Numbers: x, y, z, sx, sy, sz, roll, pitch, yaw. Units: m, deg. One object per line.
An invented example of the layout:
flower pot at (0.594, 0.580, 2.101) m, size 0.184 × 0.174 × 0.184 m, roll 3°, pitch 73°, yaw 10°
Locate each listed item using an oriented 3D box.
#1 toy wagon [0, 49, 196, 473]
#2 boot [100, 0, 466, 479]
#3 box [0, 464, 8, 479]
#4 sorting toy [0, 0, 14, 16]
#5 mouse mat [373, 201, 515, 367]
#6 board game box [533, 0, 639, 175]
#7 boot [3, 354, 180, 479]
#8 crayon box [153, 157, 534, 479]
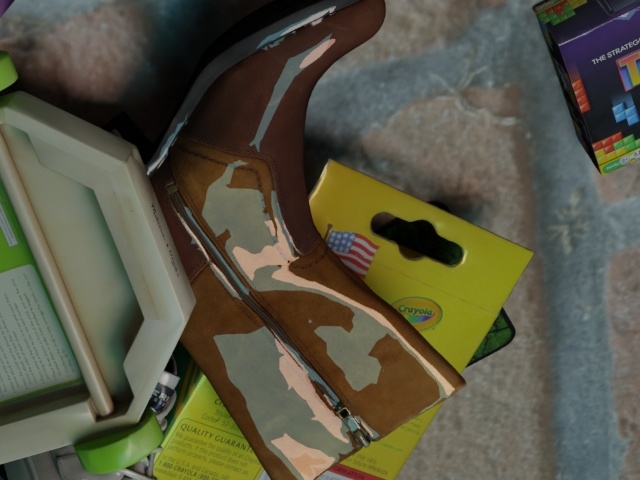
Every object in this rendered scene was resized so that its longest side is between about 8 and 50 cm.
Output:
toy wagon at (-0.259, 0.041, 1.230) m, size 0.344 × 0.068 × 0.267 m, roll -16°, pitch 107°, yaw 12°
boot at (0.000, 0.000, 1.259) m, size 0.264 × 0.096 × 0.280 m, roll -38°, pitch 102°, yaw 8°
box at (-0.339, 0.203, 1.401) m, size 0.261 × 0.103 × 0.184 m, roll -26°, pitch 138°, yaw 3°
sorting toy at (-0.360, -0.110, 1.122) m, size 0.365 × 0.127 × 0.126 m, roll -27°, pitch 106°, yaw -2°
mouse mat at (0.057, 0.059, 1.503) m, size 0.152 × 0.007 × 0.189 m, roll -29°, pitch 135°, yaw 5°
board game box at (0.249, -0.138, 1.369) m, size 0.170 × 0.048 × 0.141 m, roll -26°, pitch 137°, yaw 2°
boot at (-0.141, 0.133, 1.310) m, size 0.123 × 0.258 × 0.095 m, roll -44°, pitch 144°, yaw 15°
crayon box at (-0.012, 0.095, 1.413) m, size 0.202 × 0.081 × 0.318 m, roll 24°, pitch 104°, yaw -34°
